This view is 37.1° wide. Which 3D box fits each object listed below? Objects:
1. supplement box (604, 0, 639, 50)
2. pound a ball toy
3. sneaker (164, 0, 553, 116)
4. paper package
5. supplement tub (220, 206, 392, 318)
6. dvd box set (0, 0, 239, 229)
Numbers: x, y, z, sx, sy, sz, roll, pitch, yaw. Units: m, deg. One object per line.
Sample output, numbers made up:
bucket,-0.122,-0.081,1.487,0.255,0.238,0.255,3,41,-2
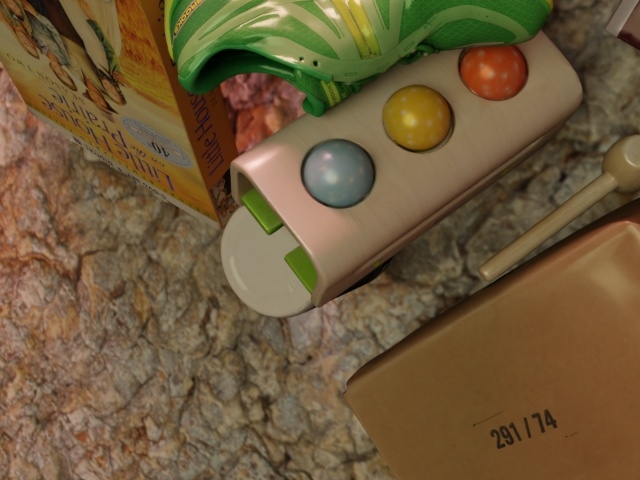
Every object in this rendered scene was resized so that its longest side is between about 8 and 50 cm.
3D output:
supplement box,0.352,-0.134,0.733,0.239,0.130,0.073,36,116,20
pound a ball toy,0.114,-0.064,0.782,0.319,0.136,0.208,-34,78,-15
sneaker,0.026,-0.154,0.729,0.295,0.109,0.124,-1,78,12
paper package,0.239,0.164,0.840,0.325,0.168,0.309,-37,82,30
supplement tub,0.000,0.000,0.930,0.117,0.190,0.117,6,102,29
dvd box set,-0.232,-0.199,0.934,0.307,0.062,0.420,32,159,19
